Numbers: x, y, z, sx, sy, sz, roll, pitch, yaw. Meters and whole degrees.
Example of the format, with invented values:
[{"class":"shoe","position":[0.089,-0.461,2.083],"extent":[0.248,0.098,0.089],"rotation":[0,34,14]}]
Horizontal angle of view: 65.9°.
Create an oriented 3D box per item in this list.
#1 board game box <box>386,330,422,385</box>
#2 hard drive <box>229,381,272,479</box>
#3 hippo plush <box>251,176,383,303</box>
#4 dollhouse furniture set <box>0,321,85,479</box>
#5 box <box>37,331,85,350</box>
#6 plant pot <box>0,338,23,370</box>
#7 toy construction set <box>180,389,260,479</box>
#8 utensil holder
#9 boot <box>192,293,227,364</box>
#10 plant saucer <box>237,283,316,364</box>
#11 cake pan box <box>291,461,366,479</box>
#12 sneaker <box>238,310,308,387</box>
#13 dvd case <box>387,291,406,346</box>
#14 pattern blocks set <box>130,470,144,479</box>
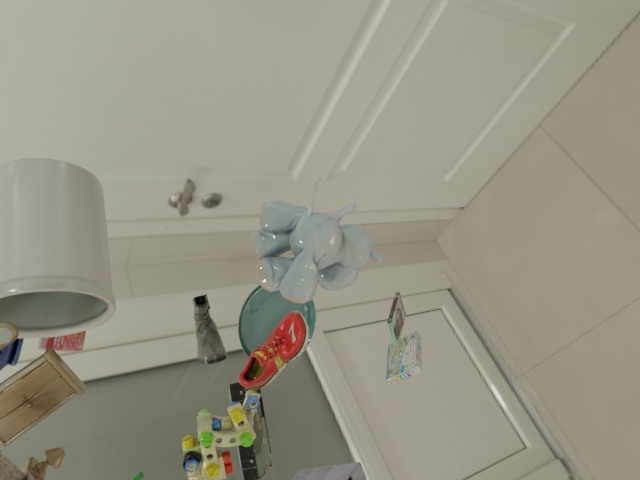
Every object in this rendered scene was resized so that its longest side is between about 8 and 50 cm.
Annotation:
[{"class":"board game box","position":[0.240,0.336,1.415],"extent":[0.104,0.154,0.026],"rotation":[-33,107,24]},{"class":"hard drive","position":[-0.257,0.691,1.835],"extent":[0.237,0.064,0.338],"rotation":[58,-161,-77]},{"class":"hippo plush","position":[0.000,0.000,1.148],"extent":[0.234,0.237,0.294],"rotation":[42,111,34]},{"class":"dollhouse furniture set","position":[-0.532,0.315,0.846],"extent":[0.303,0.174,0.356],"rotation":[58,163,-18]},{"class":"box","position":[-0.953,0.262,1.850],"extent":[0.154,0.142,0.299],"rotation":[-19,64,55]},{"class":"plant pot","position":[-1.173,0.330,1.709],"extent":[0.236,0.212,0.235],"rotation":[20,99,16]},{"class":"toy construction set","position":[-0.233,0.557,1.242],"extent":[0.151,0.215,0.327],"rotation":[178,82,-75]},{"class":"utensil holder","position":[-0.729,0.023,1.310],"extent":[0.327,0.328,0.385],"rotation":[-44,52,48]},{"class":"boot","position":[-0.492,0.370,2.105],"extent":[0.338,0.118,0.222],"rotation":[26,125,61]},{"class":"plant saucer","position":[-0.154,0.282,1.722],"extent":[0.044,0.318,0.317],"rotation":[4,97,53]},{"class":"cake pan box","position":[-0.013,0.797,1.533],"extent":[0.267,0.246,0.070],"rotation":[-23,93,30]},{"class":"sneaker","position":[-0.137,0.327,1.433],"extent":[0.107,0.118,0.279],"rotation":[40,102,27]},{"class":"dvd case","position":[0.204,0.209,1.316],"extent":[0.013,0.119,0.087],"rotation":[-5,124,24]},{"class":"pattern blocks set","position":[-0.570,0.737,1.283],"extent":[0.026,0.325,0.285],"rotation":[46,104,-2]}]
